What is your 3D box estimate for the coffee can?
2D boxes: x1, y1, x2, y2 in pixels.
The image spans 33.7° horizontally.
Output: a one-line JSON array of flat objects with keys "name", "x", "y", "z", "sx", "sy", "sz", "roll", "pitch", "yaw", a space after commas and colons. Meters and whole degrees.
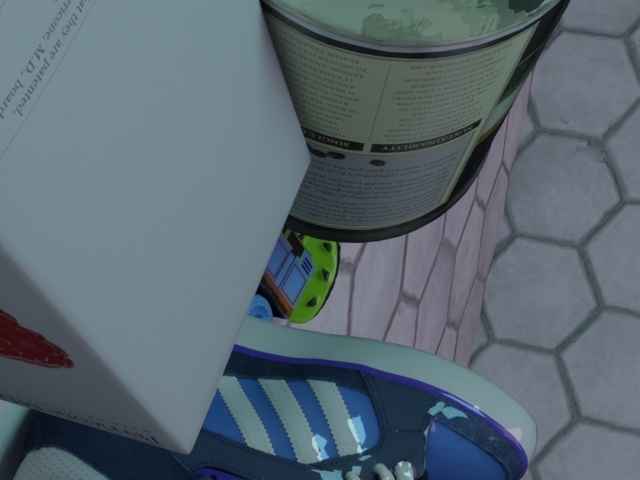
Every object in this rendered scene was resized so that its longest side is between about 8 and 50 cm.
[{"name": "coffee can", "x": 0.029, "y": -0.134, "z": 0.602, "sx": 0.275, "sy": 0.202, "sz": 0.201, "roll": 102, "pitch": 5, "yaw": -72}]

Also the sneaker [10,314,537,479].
[{"name": "sneaker", "x": -0.032, "y": 0.177, "z": 0.668, "sx": 0.130, "sy": 0.323, "sz": 0.236, "roll": 108, "pitch": -2, "yaw": -55}]

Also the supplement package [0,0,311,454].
[{"name": "supplement package", "x": -0.135, "y": -0.058, "z": 0.422, "sx": 0.293, "sy": 0.178, "sz": 0.175, "roll": 69, "pitch": 37, "yaw": -59}]

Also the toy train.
[{"name": "toy train", "x": -0.078, "y": 0.003, "z": 0.758, "sx": 0.105, "sy": 0.080, "sz": 0.184, "roll": -63, "pitch": 141, "yaw": -27}]

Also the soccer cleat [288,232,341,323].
[{"name": "soccer cleat", "x": 0.000, "y": 0.000, "z": 1.080, "sx": 0.072, "sy": 0.060, "sz": 0.178, "roll": 41, "pitch": 60, "yaw": -72}]
